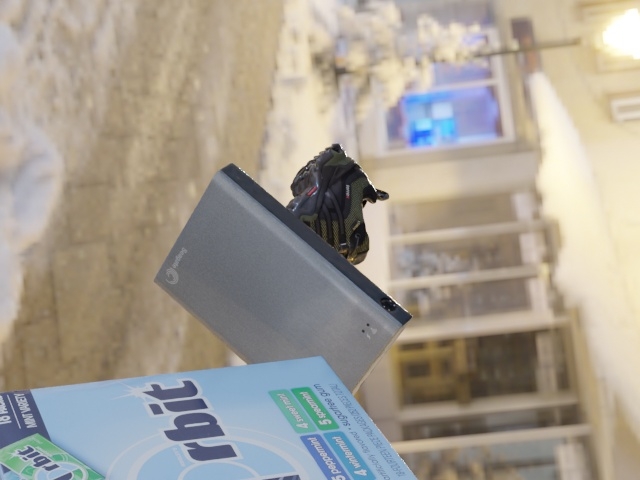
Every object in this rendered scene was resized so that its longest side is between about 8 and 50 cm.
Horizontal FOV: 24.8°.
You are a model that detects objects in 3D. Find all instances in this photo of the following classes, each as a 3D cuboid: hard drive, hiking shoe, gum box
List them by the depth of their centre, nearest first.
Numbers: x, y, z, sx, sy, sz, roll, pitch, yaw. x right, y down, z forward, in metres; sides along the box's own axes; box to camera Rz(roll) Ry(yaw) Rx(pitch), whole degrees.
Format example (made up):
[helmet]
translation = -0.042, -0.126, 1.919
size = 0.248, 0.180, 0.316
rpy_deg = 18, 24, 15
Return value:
[gum box]
translation = -0.058, 0.115, 0.684
size = 0.157, 0.184, 0.041
rpy_deg = -132, -139, -58
[hard drive]
translation = -0.024, 0.032, 0.828
size = 0.022, 0.135, 0.094
rpy_deg = -37, 164, -53
[hiking shoe]
translation = 0.000, 0.000, 1.595
size = 0.227, 0.114, 0.086
rpy_deg = -59, -168, -28
